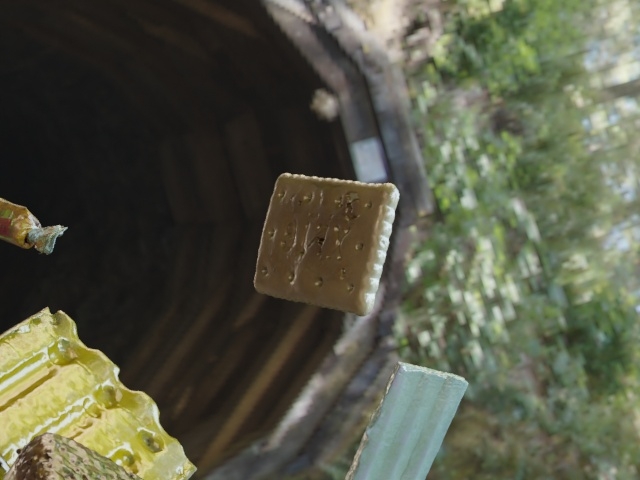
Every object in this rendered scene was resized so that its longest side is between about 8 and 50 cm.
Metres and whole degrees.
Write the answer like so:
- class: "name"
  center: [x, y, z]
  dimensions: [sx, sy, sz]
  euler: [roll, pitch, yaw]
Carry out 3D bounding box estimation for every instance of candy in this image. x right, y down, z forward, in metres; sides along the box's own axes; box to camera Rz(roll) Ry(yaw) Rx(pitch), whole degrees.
- class: "candy"
  center: [-0.380, -0.019, 1.758]
  dimensions: [0.182, 0.053, 0.046]
  euler: [18, -10, 33]

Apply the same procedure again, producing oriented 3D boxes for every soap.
- class: "soap"
  center: [-0.333, 0.258, 1.703]
  dimensions: [0.293, 0.156, 0.335]
  euler: [47, 21, 0]

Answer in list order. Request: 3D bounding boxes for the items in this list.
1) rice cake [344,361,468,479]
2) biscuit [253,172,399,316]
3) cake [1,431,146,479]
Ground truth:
- class: "rice cake"
  center: [0.121, 0.291, 2.114]
  dimensions: [0.043, 0.127, 0.237]
  euler: [-114, -139, -66]
- class: "biscuit"
  center: [0.000, 0.000, 2.314]
  dimensions: [0.325, 0.044, 0.217]
  euler: [11, -94, 55]
- class: "cake"
  center: [-0.139, 0.229, 1.051]
  dimensions: [0.112, 0.246, 0.135]
  euler: [-55, -134, 16]
